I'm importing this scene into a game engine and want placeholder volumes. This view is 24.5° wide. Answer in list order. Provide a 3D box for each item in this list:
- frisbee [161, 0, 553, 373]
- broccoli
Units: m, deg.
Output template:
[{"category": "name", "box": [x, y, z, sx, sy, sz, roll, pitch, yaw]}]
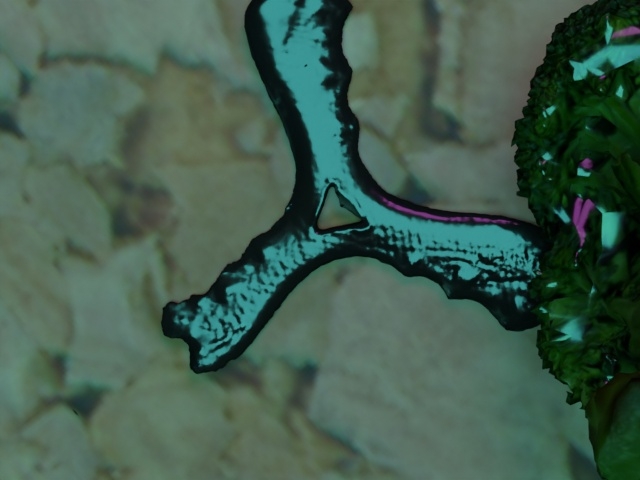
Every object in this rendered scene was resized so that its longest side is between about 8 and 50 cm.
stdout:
[{"category": "frisbee", "box": [0.000, 0.000, 0.721, 0.211, 0.012, 0.187, 44, 100, -3]}, {"category": "broccoli", "box": [0.212, 0.017, 0.573, 0.297, 0.297, 0.297, 13, 125, 19]}]
